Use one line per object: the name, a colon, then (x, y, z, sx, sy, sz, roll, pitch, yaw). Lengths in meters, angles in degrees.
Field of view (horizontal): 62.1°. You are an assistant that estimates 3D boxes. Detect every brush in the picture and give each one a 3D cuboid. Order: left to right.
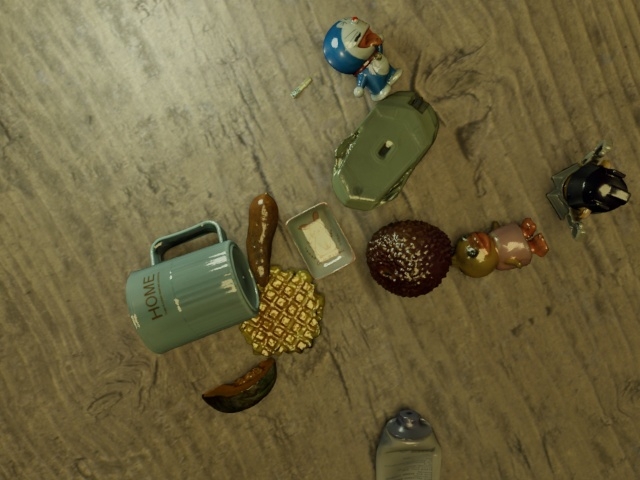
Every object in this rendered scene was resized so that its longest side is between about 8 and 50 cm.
brush: (-0.060, -0.476, 1.650, 0.083, 0.013, 0.016, -45, 94, 0)

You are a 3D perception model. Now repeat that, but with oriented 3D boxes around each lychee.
lychee: (0.284, 0.044, 1.619, 0.272, 0.271, 0.271, 0, 96, -3)

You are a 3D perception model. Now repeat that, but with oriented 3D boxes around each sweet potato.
sweet potato: (-0.182, -0.004, 1.643, 0.098, 0.097, 0.291, 3, 88, -4)

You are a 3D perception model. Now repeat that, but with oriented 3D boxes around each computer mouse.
computer mouse: (0.187, -0.264, 1.621, 0.228, 0.145, 0.429, 37, 77, 1)

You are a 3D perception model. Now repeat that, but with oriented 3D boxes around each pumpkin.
pumpkin: (-0.241, 0.490, 1.659, 0.279, 0.163, 0.111, -29, 95, 1)

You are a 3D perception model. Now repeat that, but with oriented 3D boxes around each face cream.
face cream: (0.292, 0.757, 1.749, 0.235, 0.137, 0.419, -3, 104, -4)

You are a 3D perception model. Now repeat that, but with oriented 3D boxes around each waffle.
waffle: (-0.130, 0.229, 1.693, 0.282, 0.058, 0.300, 7, 93, -4)

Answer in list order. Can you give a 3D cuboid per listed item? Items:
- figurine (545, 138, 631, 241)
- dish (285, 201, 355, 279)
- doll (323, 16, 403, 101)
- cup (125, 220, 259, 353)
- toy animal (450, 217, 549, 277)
figurine: (0.800, -0.148, 1.599, 0.143, 0.308, 0.308, -3, 96, 2)
dish: (0.000, 0.000, 1.668, 0.151, 0.077, 0.212, -28, 97, 1)
doll: (0.125, -0.541, 1.583, 0.257, 0.161, 0.215, 37, 64, -17)
cup: (-0.365, 0.140, 1.585, 0.311, 0.331, 0.256, -19, 125, 4)
toy animal: (0.539, 0.030, 1.666, 0.281, 0.195, 0.169, -10, 136, -6)
